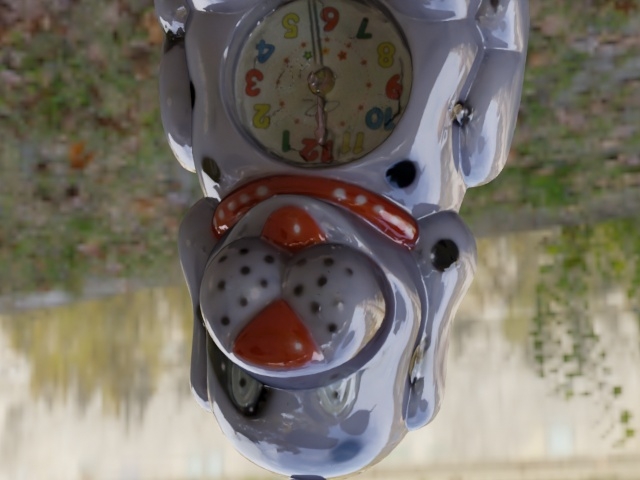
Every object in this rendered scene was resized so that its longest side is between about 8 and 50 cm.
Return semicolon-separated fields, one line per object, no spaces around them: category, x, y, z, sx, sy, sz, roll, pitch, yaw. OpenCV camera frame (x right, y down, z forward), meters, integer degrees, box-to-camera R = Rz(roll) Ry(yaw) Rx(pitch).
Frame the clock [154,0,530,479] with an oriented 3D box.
clock;0.000;-0.003;0.726;0.189;0.254;0.189;7;168;2
